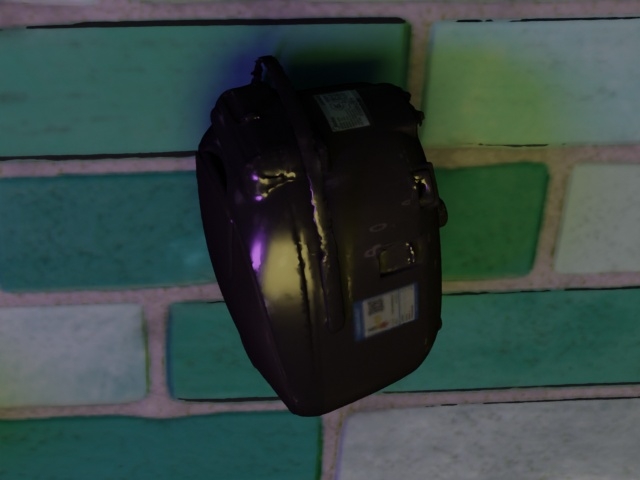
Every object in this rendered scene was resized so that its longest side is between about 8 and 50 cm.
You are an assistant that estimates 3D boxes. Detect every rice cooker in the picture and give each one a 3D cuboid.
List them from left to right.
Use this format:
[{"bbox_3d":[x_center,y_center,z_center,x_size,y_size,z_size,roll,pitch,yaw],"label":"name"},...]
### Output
[{"bbox_3d":[-0.001,-0.001,0.902,0.118,0.142,0.203,-15,133,-11],"label":"rice cooker"}]
